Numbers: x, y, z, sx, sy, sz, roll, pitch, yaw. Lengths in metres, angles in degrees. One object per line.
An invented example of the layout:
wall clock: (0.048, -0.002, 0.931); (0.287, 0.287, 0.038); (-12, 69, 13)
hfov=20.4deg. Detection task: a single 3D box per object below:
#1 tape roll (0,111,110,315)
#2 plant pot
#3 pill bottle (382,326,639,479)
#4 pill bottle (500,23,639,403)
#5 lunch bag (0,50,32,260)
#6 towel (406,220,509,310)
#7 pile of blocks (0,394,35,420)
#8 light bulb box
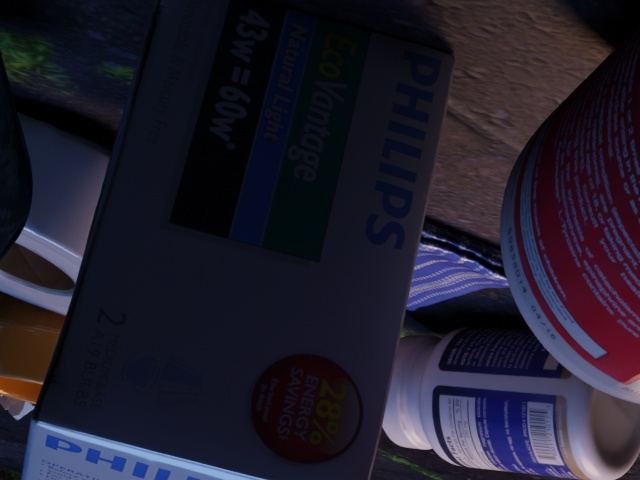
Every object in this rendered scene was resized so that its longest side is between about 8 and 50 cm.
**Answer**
tape roll: (-0.279, -0.024, 1.689); (0.286, 0.100, 0.286); (21, 162, 7)
plant pot: (-0.265, 0.078, 1.900); (0.205, 0.188, 0.205); (12, 167, 3)
pill bottle: (0.200, 0.168, 1.885); (0.265, 0.153, 0.153); (2, 159, 37)
pill bottle: (0.263, -0.045, 1.014); (0.229, 0.229, 0.407); (16, 164, -6)
lunch bag: (-0.379, -0.099, 1.292); (0.256, 0.212, 0.305); (12, 137, 22)
towel: (0.000, 0.000, 1.705); (0.336, 0.040, 0.243); (21, 163, -20)
pile of blocks: (-0.422, 0.168, 2.529); (0.362, 0.149, 0.112); (21, -153, 8)
light bulb box: (-0.075, 0.057, 1.342); (0.225, 0.358, 0.361); (15, 155, -5)
